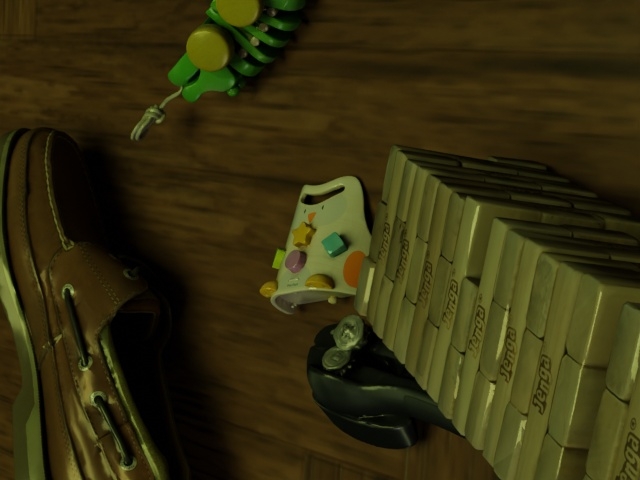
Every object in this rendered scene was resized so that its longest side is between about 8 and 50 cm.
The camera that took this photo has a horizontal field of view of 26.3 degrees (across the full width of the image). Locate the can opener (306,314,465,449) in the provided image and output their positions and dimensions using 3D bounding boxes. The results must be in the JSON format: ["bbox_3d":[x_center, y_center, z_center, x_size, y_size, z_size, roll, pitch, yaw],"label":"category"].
[{"bbox_3d":[0.064,0.080,0.743,0.186,0.073,0.059,5,56,43],"label":"can opener"}]

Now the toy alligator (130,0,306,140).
[{"bbox_3d":[-0.056,-0.118,0.859,0.051,0.056,0.189,34,124,-6],"label":"toy alligator"}]

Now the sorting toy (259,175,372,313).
[{"bbox_3d":[0.000,0.000,0.816,0.083,0.045,0.075,-12,64,46],"label":"sorting toy"}]

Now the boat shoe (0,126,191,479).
[{"bbox_3d":[-0.150,0.054,0.936,0.104,0.111,0.307,-19,70,18],"label":"boat shoe"}]

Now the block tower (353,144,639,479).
[{"bbox_3d":[0.101,0.036,0.556,0.335,0.097,0.091,-131,50,-72],"label":"block tower"}]
